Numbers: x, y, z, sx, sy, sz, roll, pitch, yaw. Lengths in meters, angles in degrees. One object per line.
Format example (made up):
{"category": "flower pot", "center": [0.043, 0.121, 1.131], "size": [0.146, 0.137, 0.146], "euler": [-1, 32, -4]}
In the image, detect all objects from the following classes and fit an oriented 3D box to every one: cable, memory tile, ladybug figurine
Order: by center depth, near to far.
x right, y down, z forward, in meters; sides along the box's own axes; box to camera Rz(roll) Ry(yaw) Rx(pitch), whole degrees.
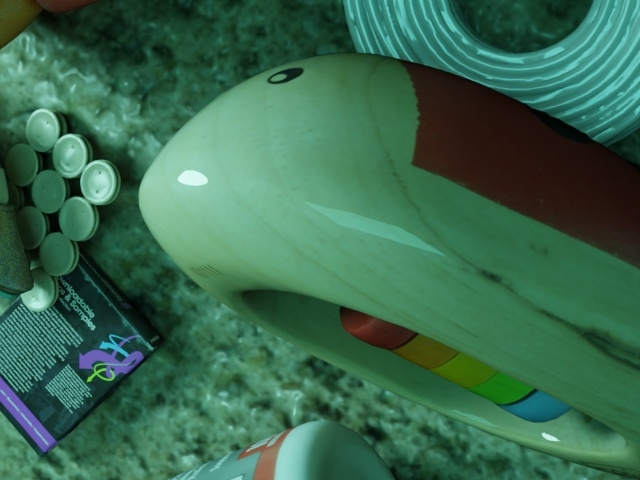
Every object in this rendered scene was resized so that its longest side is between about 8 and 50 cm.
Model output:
{"category": "ladybug figurine", "center": [0.108, 0.020, 0.682], "size": [0.449, 0.305, 0.162], "euler": [28, 73, -21]}
{"category": "cable", "center": [0.143, -0.179, 0.724], "size": [0.257, 0.089, 0.257], "euler": [-41, 89, 20]}
{"category": "memory tile", "center": [-0.233, -0.026, 0.893], "size": [0.113, 0.012, 0.148], "euler": [40, 107, 20]}

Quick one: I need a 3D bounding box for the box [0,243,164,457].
{"category": "box", "center": [-0.228, 0.097, 0.929], "size": [0.162, 0.029, 0.116], "euler": [-42, 87, 22]}

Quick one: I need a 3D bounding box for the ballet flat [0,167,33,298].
{"category": "ballet flat", "center": [-0.338, -0.080, 0.873], "size": [0.316, 0.107, 0.106], "euler": [36, 94, 11]}

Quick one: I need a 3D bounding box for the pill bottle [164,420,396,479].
{"category": "pill bottle", "center": [-0.110, 0.297, 0.844], "size": [0.363, 0.210, 0.210], "euler": [-25, 95, 20]}

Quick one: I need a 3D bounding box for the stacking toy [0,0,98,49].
{"category": "stacking toy", "center": [-0.132, -0.300, 0.714], "size": [0.480, 0.350, 0.351], "euler": [-12, 99, -1]}
